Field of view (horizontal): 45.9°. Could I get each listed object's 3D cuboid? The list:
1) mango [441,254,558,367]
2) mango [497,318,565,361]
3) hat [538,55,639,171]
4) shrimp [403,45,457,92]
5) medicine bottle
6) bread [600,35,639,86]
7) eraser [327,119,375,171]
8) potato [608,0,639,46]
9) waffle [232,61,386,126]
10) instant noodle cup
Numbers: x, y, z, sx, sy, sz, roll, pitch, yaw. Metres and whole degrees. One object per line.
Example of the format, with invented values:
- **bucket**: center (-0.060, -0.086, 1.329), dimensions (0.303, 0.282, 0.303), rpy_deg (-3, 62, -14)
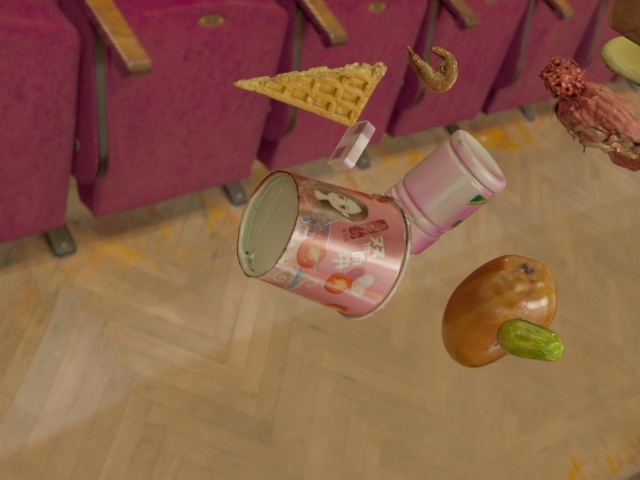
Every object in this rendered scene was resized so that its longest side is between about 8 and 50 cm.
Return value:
- **mango**: center (0.486, 0.204, 2.103), dimensions (0.263, 0.378, 0.221), rpy_deg (28, 28, -17)
- **mango**: center (0.498, 0.240, 1.789), dimensions (0.163, 0.089, 0.117), rpy_deg (19, 7, 31)
- **hat**: center (0.481, -0.201, 1.304), dimensions (0.286, 0.107, 0.237), rpy_deg (40, 2, -13)
- **shrimp**: center (0.265, -0.426, 1.809), dimensions (0.045, 0.095, 0.162), rpy_deg (-13, 60, -48)
- **medicine bottle**: center (0.337, -0.134, 2.135), dimensions (0.212, 0.325, 0.212), rpy_deg (39, 25, -22)
- **bread**: center (0.778, -0.426, 1.780), dimensions (0.228, 0.033, 0.228), rpy_deg (3, 43, -3)
- **eraser**: center (0.060, -0.183, 1.464), dimensions (0.026, 0.065, 0.105), rpy_deg (40, 69, -24)
- **potato**: center (0.435, -0.271, 0.967), dimensions (0.100, 0.089, 0.172), rpy_deg (23, 6, -13)
- **waffle**: center (-0.017, -0.239, 1.082), dimensions (0.191, 0.125, 0.032), rpy_deg (18, 48, -14)
- **instant noodle cup**: center (0.000, 0.000, 1.333), dimensions (0.231, 0.243, 0.243), rpy_deg (19, 48, -33)
